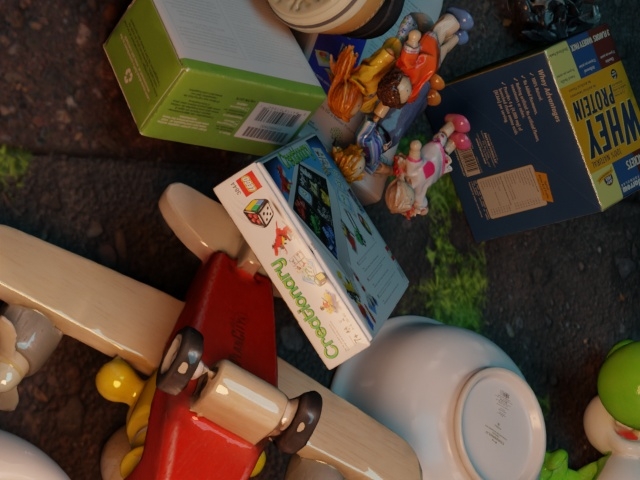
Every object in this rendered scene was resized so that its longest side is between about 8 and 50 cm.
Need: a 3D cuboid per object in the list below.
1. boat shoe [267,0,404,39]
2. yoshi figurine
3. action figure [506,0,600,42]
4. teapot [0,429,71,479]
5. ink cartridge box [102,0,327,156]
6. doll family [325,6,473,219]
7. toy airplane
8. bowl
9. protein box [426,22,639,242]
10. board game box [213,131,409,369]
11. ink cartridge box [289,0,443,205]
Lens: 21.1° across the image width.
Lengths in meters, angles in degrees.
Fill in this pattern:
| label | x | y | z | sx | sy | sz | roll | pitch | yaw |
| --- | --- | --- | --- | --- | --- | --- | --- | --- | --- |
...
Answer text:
| label | x | y | z | sx | sy | sz | roll | pitch | yaw |
| --- | --- | --- | --- | --- | --- | --- | --- | --- | --- |
| boat shoe | -0.004 | -0.440 | 1.897 | 0.156 | 0.187 | 0.500 | 23 | 52 | -55 |
| yoshi figurine | 0.371 | 0.271 | 2.062 | 0.203 | 0.203 | 0.362 | 24 | 61 | -29 |
| action figure | 0.304 | -0.349 | 2.193 | 0.164 | 0.141 | 0.276 | -14 | 86 | -45 |
| teapot | -0.327 | 0.251 | 1.435 | 0.252 | 0.187 | 0.256 | -38 | 125 | -14 |
| ink cartridge box | -0.131 | -0.220 | 1.799 | 0.189 | 0.097 | 0.255 | 8 | 43 | -41 |
| doll family | 0.071 | -0.138 | 1.845 | 0.163 | 0.118 | 0.263 | -46 | 149 | -29 |
| toy airplane | -0.123 | 0.131 | 1.629 | 0.386 | 0.272 | 0.384 | 48 | 28 | 25 |
| bowl | 0.156 | 0.220 | 1.914 | 0.298 | 0.134 | 0.298 | 12 | 72 | -41 |
| protein box | 0.263 | -0.126 | 2.052 | 0.136 | 0.201 | 0.200 | -26 | 97 | -43 |
| board game box | 0.000 | 0.000 | 1.651 | 0.193 | 0.053 | 0.305 | 57 | 13 | -2 |
| ink cartridge box | 0.040 | -0.217 | 1.967 | 0.165 | 0.065 | 0.333 | 37 | 58 | -30 |
